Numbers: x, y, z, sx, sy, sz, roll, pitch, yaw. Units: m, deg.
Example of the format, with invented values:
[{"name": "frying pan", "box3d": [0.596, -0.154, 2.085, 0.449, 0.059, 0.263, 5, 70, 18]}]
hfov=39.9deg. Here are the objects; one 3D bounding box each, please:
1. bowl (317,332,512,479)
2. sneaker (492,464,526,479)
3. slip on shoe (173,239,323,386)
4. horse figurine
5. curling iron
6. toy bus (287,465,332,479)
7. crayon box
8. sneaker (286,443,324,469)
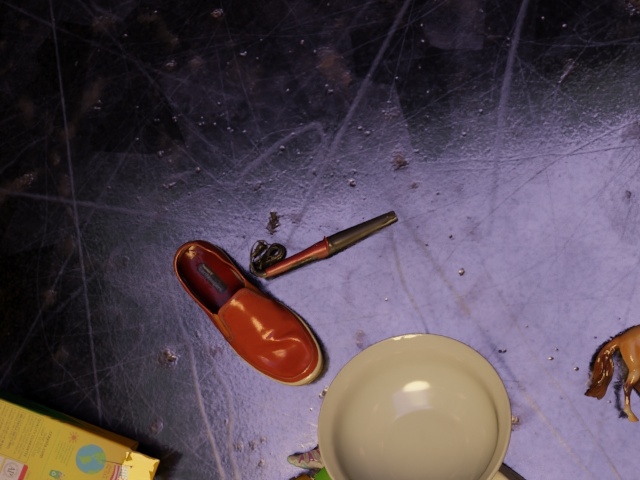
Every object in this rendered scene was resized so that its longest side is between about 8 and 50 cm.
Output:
[{"name": "bowl", "box3d": [0.154, 0.305, 1.374, 0.298, 0.134, 0.297, -9, 54, 13]}, {"name": "sneaker", "box3d": [0.331, 0.502, 1.341, 0.148, 0.131, 0.350, -43, 72, 10]}, {"name": "slip on shoe", "box3d": [-0.132, 0.122, 1.496, 0.123, 0.101, 0.331, -45, 78, 0]}, {"name": "horse figurine", "box3d": [0.543, 0.183, 1.377, 0.264, 0.066, 0.174, -11, 86, 7]}, {"name": "curling iron", "box3d": [0.000, 0.000, 1.521, 0.274, 0.035, 0.068, -18, 79, 8]}, {"name": "toy bus", "box3d": [-0.024, 0.432, 1.424, 0.104, 0.202, 0.190, 39, 98, 44]}, {"name": "crayon box", "box3d": [-0.452, 0.406, 1.504, 0.319, 0.081, 0.202, 22, 86, 0]}, {"name": "sneaker", "box3d": [-0.004, 0.348, 1.473, 0.098, 0.038, 0.069, 8, 82, 2]}]
